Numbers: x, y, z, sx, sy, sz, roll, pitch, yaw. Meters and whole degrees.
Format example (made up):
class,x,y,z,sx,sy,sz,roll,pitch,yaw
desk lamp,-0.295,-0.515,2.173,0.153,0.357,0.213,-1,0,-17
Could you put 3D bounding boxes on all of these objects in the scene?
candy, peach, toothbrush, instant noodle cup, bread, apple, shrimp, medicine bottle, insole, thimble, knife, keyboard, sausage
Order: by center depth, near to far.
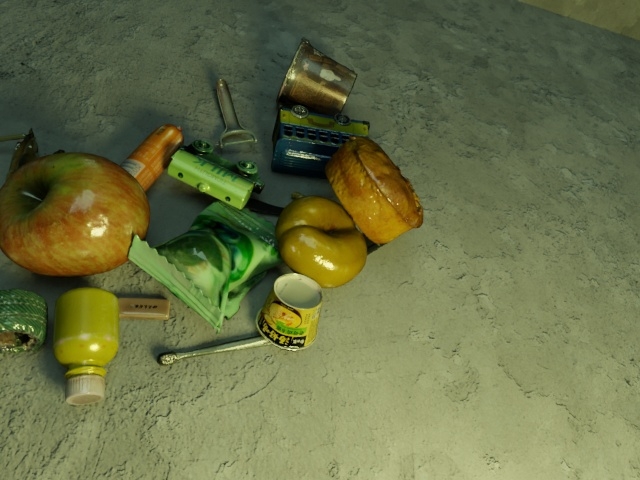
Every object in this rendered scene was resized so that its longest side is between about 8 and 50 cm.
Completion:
class,x,y,z,sx,sy,sz,roll,pitch,yaw
thimble,-0.600,0.161,0.965,0.119,0.135,0.090,-2,57,-24
medicine bottle,-0.465,0.211,0.981,0.122,0.121,0.212,-2,57,-19
apple,-0.529,-0.046,1.081,0.310,0.250,0.277,10,68,22
toothbrush,-0.208,0.238,1.102,0.298,0.031,0.030,-6,82,-23
instant noodle cup,-0.062,0.156,1.129,0.152,0.122,0.151,15,34,-10
candy,-0.226,0.024,1.169,0.263,0.172,0.398,39,39,4
peach,0.000,0.000,1.221,0.251,0.153,0.251,34,32,-26
shrimp,-0.693,-0.187,1.235,0.146,0.059,0.254,5,55,-17
sausage,-0.453,-0.212,1.308,0.093,0.093,0.312,24,52,0
bread,0.147,-0.129,1.312,0.312,0.172,0.312,47,17,-19
insole,-0.145,-0.091,1.363,0.153,0.002,0.053,12,35,-12
keyboard,0.108,0.023,1.363,0.196,0.018,0.060,-27,60,-31
knife,-0.285,-0.382,1.506,0.124,0.053,0.277,-9,58,-18
instant noodle cup,-0.009,-0.502,1.589,0.208,0.217,0.217,25,52,-8

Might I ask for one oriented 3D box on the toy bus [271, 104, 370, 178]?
class,x,y,z,sx,sy,sz,roll,pitch,yaw
toy bus,0.003,-0.284,1.472,0.288,0.138,0.175,7,53,-13

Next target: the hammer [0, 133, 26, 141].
class,x,y,z,sx,sy,sz,roll,pitch,yaw
hammer,-0.834,-0.253,1.233,0.196,0.028,0.060,-9,53,-8

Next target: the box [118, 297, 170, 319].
class,x,y,z,sx,sy,sz,roll,pitch,yaw
box,-0.397,0.152,1.105,0.115,0.025,0.047,5,56,-14

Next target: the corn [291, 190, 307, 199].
class,x,y,z,sx,sy,sz,roll,pitch,yaw
corn,-0.043,-0.115,1.406,0.083,0.027,0.028,29,73,5

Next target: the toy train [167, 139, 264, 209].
class,x,y,z,sx,sy,sz,roll,pitch,yaw
toy train,-0.280,-0.172,1.307,0.254,0.105,0.157,26,37,-1
